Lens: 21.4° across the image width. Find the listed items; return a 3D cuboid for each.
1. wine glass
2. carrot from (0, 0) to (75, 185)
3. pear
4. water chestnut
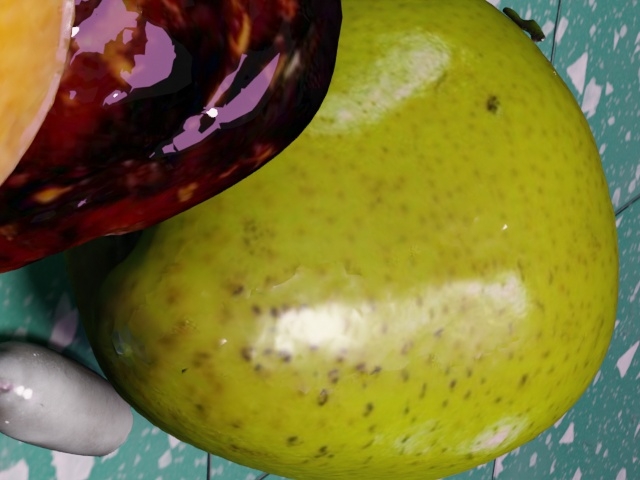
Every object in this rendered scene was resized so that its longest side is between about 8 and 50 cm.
[{"bbox_3d":[-0.194,0.087,1.027,0.074,0.074,0.262,-65,152,-6],"label":"wine glass"},{"bbox_3d":[-0.238,-0.114,0.615,0.196,0.254,0.196,-32,137,-35],"label":"carrot"},{"bbox_3d":[0.000,0.000,1.014,0.318,0.238,0.342,-24,88,-40],"label":"pear"},{"bbox_3d":[-0.136,-0.125,0.815,0.289,0.244,0.289,22,60,-45],"label":"water chestnut"}]
